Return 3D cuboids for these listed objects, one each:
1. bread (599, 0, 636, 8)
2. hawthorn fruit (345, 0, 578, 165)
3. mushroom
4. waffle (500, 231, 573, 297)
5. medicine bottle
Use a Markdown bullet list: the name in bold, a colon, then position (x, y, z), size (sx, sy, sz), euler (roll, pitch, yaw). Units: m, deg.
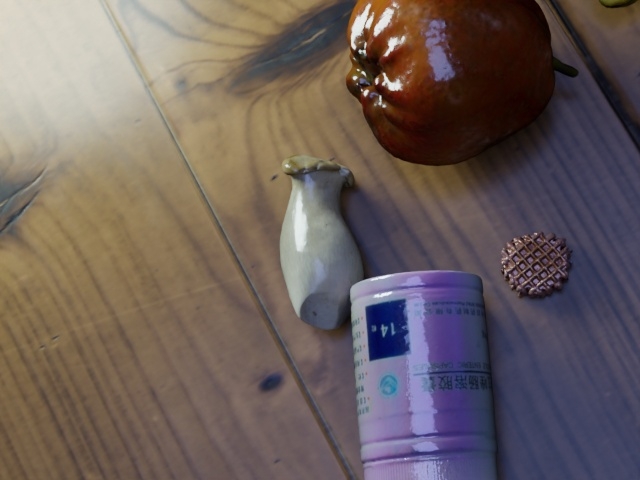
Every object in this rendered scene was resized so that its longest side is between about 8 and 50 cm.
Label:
- **bread**: position (0.330, -0.356, 1.744), size (0.149, 0.065, 0.187), euler (-17, 79, 17)
- **hawthorn fruit**: position (0.164, -0.200, 1.674), size (0.261, 0.224, 0.224), euler (-6, 76, -15)
- **mushroom**: position (0.001, -0.001, 1.713), size (0.097, 0.088, 0.212), euler (-2, 72, 0)
- **waffle**: position (0.249, 0.027, 1.693), size (0.083, 0.029, 0.075), euler (-3, 79, 7)
- **medicine bottle**: position (0.115, 0.170, 1.624), size (0.152, 0.152, 0.253), euler (-6, 77, 9)
